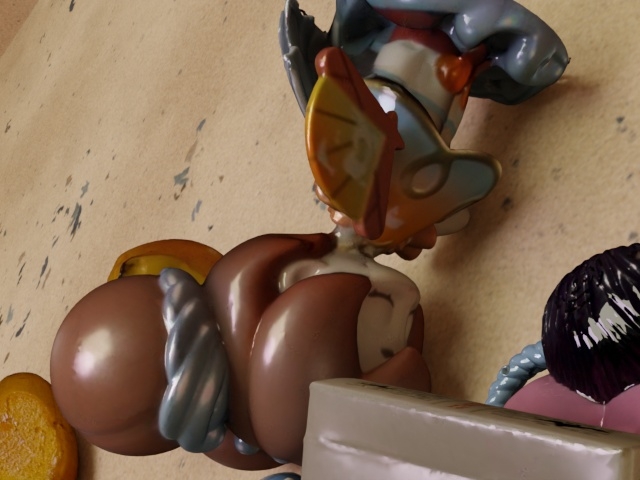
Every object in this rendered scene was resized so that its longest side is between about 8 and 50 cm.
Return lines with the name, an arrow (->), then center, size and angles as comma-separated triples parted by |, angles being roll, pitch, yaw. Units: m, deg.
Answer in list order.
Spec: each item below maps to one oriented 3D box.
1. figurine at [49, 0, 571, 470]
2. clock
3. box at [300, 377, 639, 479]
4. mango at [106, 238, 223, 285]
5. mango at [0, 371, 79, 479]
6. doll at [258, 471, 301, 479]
figurine -> 0.000, 0.000, 0.743 | 0.248, 0.277, 0.388 | 17, 84, 34
clock -> 0.160, 0.110, 0.553 | 0.194, 0.100, 0.195 | -37, 39, 39
box -> 0.063, 0.264, 0.498 | 0.205, 0.051, 0.365 | 3, 89, 47
mango -> -0.159, 0.088, 0.990 | 0.187, 0.138, 0.257 | -64, 9, -5
mango -> -0.353, 0.241, 1.166 | 0.102, 0.141, 0.217 | -53, 29, 28
doll -> 0.012, 0.227, 0.660 | 0.241, 0.099, 0.135 | 21, 106, 48
